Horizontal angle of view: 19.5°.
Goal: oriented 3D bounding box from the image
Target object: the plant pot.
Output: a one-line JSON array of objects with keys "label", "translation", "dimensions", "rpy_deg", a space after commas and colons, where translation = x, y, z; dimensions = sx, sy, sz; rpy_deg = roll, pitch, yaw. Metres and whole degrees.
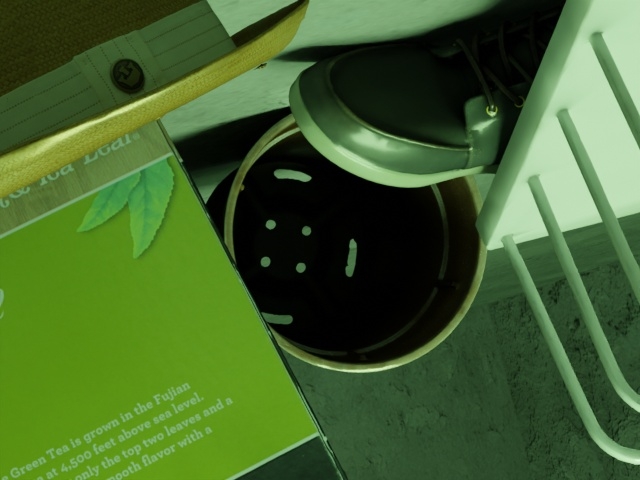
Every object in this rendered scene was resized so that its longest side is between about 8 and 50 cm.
[{"label": "plant pot", "translation": [0.000, 0.000, 1.193], "dimensions": [0.167, 0.167, 0.165], "rpy_deg": [-12, -179, -17]}]

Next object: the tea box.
[{"label": "tea box", "translation": [-0.128, 0.129, 1.106], "dimensions": [0.220, 0.323, 0.329], "rpy_deg": [-26, 175, -9]}]

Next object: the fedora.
[{"label": "fedora", "translation": [-0.100, -0.064, 0.647], "dimensions": [0.194, 0.079, 0.194], "rpy_deg": [-27, -174, 3]}]

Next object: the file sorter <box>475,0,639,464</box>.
[{"label": "file sorter", "translation": [0.220, -0.028, 0.919], "dimensions": [0.193, 0.173, 0.278], "rpy_deg": [-13, 154, -16]}]

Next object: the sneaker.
[{"label": "sneaker", "translation": [0.096, -0.093, 0.993], "dimensions": [0.222, 0.083, 0.118], "rpy_deg": [-1, 148, -35]}]
